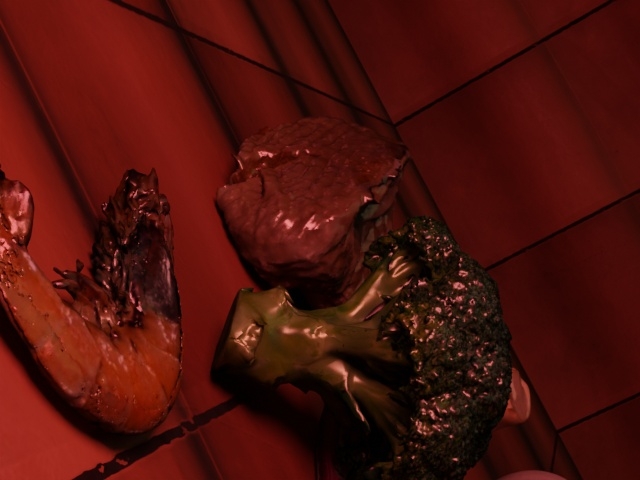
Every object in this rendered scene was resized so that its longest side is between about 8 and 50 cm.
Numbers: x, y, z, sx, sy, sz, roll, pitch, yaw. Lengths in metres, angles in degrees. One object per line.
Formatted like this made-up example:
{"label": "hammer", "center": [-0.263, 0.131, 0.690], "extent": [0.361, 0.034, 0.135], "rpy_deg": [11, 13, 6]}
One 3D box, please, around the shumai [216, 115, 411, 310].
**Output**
{"label": "shumai", "center": [-0.001, 0.003, 1.237], "extent": [0.346, 0.217, 0.283], "rpy_deg": [-68, 161, -55]}

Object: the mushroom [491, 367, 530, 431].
{"label": "mushroom", "center": [0.144, 0.195, 1.178], "extent": [0.206, 0.209, 0.206], "rpy_deg": [53, 9, -12]}

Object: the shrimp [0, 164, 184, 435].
{"label": "shrimp", "center": [-0.180, 0.008, 0.734], "extent": [0.222, 0.054, 0.290], "rpy_deg": [50, 22, -35]}

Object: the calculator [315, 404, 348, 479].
{"label": "calculator", "center": [0.033, 0.270, 1.011], "extent": [0.126, 0.034, 0.190], "rpy_deg": [53, 22, -30]}

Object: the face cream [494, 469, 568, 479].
{"label": "face cream", "center": [0.290, 0.431, 1.232], "extent": [0.187, 0.201, 0.201], "rpy_deg": [52, 17, -29]}

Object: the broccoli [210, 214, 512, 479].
{"label": "broccoli", "center": [0.050, 0.107, 0.931], "extent": [0.297, 0.297, 0.297], "rpy_deg": [19, 28, -12]}
